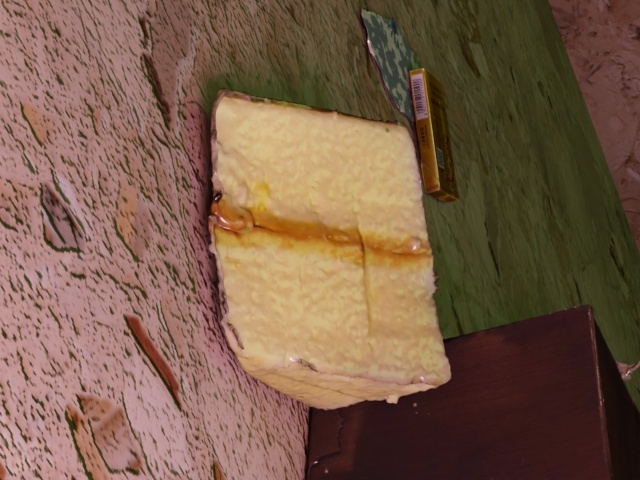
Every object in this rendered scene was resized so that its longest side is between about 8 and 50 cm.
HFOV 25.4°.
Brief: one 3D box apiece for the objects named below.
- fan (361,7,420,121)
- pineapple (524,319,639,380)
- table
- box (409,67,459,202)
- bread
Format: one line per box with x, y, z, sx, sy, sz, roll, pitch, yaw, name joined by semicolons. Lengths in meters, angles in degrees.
0.094;-0.211;1.724;0.240;0.009;0.131;35;44;-62;fan
0.313;0.267;1.670;0.344;0.209;0.286;-70;141;-62;pineapple
0.154;0.235;1.189;0.196;0.251;0.282;-88;155;-43;table
0.140;-0.128;1.759;0.089;0.022;0.156;14;67;-67;box
0.000;0.000;1.104;0.178;0.135;0.240;35;46;-62;bread
